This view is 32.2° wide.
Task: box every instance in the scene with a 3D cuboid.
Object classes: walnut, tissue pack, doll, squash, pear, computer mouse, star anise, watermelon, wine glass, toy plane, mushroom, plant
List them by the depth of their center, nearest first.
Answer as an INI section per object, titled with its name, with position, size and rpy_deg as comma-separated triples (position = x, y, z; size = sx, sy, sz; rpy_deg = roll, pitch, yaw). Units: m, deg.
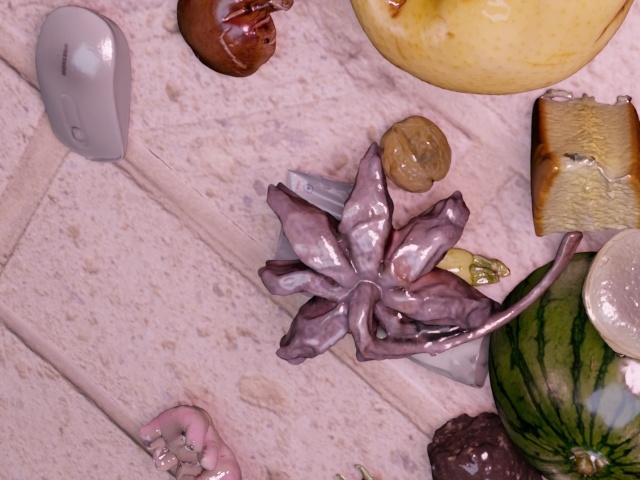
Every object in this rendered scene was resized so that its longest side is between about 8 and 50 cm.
[pear]
position = 0.170, -0.294, 1.060
size = 0.309, 0.309, 0.309
rpy_deg = 12, 119, 21
[star anise]
position = 0.074, 0.032, 1.268
size = 0.316, 0.139, 0.359
rpy_deg = 40, 108, -12
[watermelon]
position = 0.339, 0.181, 1.283
size = 0.330, 0.189, 0.331
rpy_deg = 8, 118, 16
[walnut]
position = 0.111, -0.101, 1.310
size = 0.092, 0.092, 0.092
rpy_deg = 12, 119, 21
[mushroom]
position = -0.103, -0.264, 1.336
size = 0.170, 0.080, 0.135
rpy_deg = -16, 116, 36
[squash]
position = 0.124, 0.053, 1.373
size = 0.224, 0.094, 0.094
rpy_deg = -12, 110, 16
[wine glass]
position = 0.140, 0.138, 1.428
size = 0.155, 0.073, 0.073
rpy_deg = 12, 120, 26
[plant]
position = 0.220, 0.329, 1.441
size = 0.129, 0.132, 0.195
rpy_deg = -13, 110, 38
[tissue pack]
position = 0.000, 0.000, 1.450
size = 0.122, 0.026, 0.193
rpy_deg = 21, 124, 15
[computer mouse]
position = -0.319, -0.204, 1.481
size = 0.127, 0.079, 0.231
rpy_deg = 18, 125, 20
[toy plane]
position = 0.074, 0.368, 1.594
size = 0.111, 0.040, 0.102
rpy_deg = 8, 120, 22
[doll]
position = -0.185, 0.336, 1.677
size = 0.149, 0.095, 0.192
rpy_deg = -10, 112, 37

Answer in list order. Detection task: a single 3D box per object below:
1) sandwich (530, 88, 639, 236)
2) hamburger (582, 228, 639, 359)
[sandwich]
position = 0.275, -0.068, 1.151
size = 0.122, 0.236, 0.128
rpy_deg = -3, 112, 15
[hamburger]
position = 0.342, 0.060, 1.164
size = 0.140, 0.062, 0.133
rpy_deg = 35, 83, 3
